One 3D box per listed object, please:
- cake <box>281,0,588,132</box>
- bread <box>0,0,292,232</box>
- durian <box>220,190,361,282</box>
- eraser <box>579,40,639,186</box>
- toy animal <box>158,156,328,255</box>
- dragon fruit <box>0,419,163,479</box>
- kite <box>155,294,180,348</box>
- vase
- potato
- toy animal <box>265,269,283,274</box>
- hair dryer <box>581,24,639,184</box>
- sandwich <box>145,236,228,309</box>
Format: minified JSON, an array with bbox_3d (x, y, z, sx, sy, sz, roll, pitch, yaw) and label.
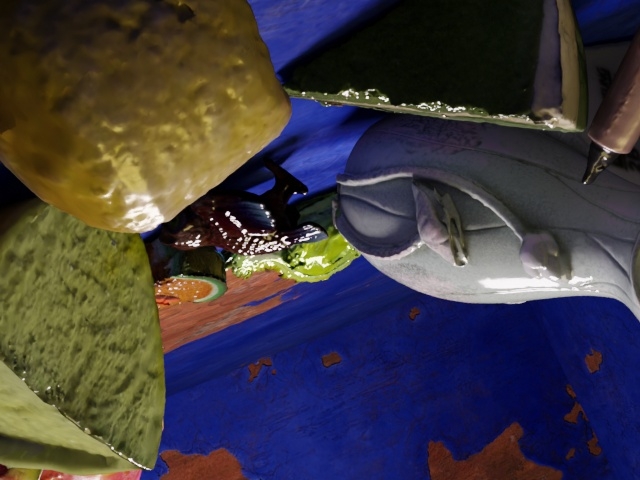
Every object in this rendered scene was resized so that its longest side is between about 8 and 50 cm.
[{"bbox_3d":[0.119,-0.138,1.074,0.283,0.172,0.158,-26,168,17],"label":"cake"},{"bbox_3d":[-0.124,-0.101,0.656,0.170,0.197,0.197,-34,172,-13],"label":"bread"},{"bbox_3d":[-0.004,-0.004,1.663,0.375,0.107,0.132,-27,166,-14],"label":"durian"},{"bbox_3d":[0.374,-0.096,1.503,0.331,0.331,0.150,-17,167,-39],"label":"eraser"},{"bbox_3d":[-0.095,-0.016,1.334,0.179,0.116,0.218,-27,177,6],"label":"toy animal"},{"bbox_3d":[-0.384,0.275,1.797,0.290,0.290,0.189,-3,122,-65],"label":"dragon fruit"},{"bbox_3d":[-0.267,0.075,1.454,0.189,0.009,0.232,1,144,13],"label":"kite"},{"bbox_3d":[0.232,-0.023,1.268,0.250,0.250,0.445,-16,-157,-40],"label":"vase"},{"bbox_3d":[-0.323,0.079,1.121,0.280,0.213,0.330,-4,146,25],"label":"potato"},{"bbox_3d":[0.031,-0.010,1.871,0.275,0.054,0.149,-25,173,-3],"label":"toy animal"},{"bbox_3d":[0.314,-0.195,1.027,0.189,0.106,0.344,-12,130,-52],"label":"hair dryer"},{"bbox_3d":[-0.197,0.040,1.527,0.159,0.079,0.235,-16,168,14],"label":"sandwich"}]
